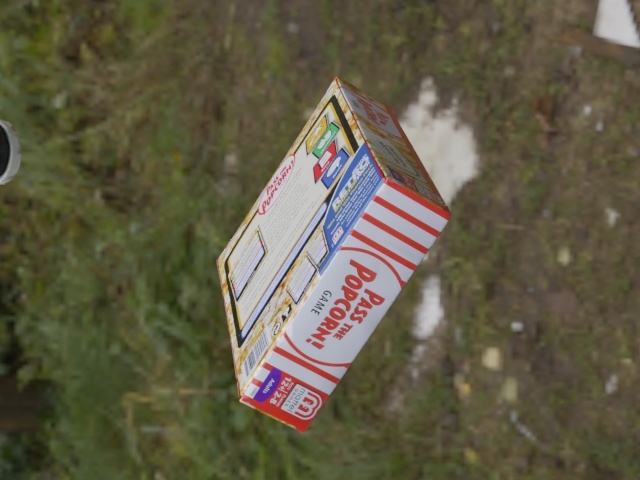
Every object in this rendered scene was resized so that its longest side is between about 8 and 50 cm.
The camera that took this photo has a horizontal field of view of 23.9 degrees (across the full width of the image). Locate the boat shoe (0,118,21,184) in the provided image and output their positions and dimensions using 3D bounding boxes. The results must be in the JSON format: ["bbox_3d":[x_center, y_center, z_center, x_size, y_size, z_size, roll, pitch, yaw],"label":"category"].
[{"bbox_3d":[-0.385,-0.073,1.370,0.233,0.079,0.084,-6,93,30],"label":"boat shoe"}]

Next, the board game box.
[{"bbox_3d":[0.000,0.000,0.871,0.147,0.045,0.193,-56,18,15],"label":"board game box"}]
